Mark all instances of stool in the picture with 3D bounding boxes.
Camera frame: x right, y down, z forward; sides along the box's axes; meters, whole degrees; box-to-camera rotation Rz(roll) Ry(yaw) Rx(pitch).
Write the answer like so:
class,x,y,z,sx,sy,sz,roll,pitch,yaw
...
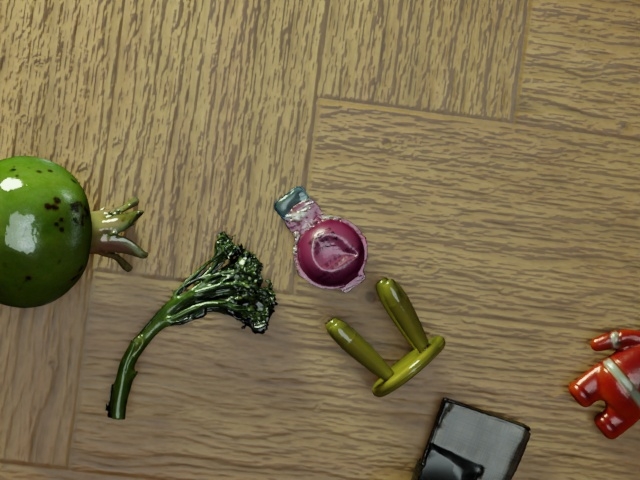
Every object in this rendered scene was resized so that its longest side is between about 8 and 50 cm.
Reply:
class,x,y,z,sx,sy,sz,roll,pitch,yaw
stool,0.079,0.117,1.702,0.110,0.134,0.135,51,43,0

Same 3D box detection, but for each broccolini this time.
class,x,y,z,sx,sy,sz,roll,pitch,yaw
broccolini,-0.155,0.125,1.708,0.123,0.062,0.271,38,83,10

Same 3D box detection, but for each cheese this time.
class,x,y,z,sx,sy,sz,roll,pitch,yaw
cheese,0.000,0.000,1.729,0.095,0.038,0.145,-37,88,-4

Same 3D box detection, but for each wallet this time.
class,x,y,z,sx,sy,sz,roll,pitch,yaw
wallet,0.171,0.323,1.749,0.124,0.042,0.230,19,94,-6

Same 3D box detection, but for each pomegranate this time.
class,x,y,z,sx,sy,sz,roll,pitch,yaw
pomegranate,-0.320,-0.009,1.647,0.224,0.181,0.181,4,91,-26

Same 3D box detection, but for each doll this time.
class,x,y,z,sx,sy,sz,roll,pitch,yaw
doll,0.431,0.143,1.750,0.245,0.076,0.142,-41,95,1
